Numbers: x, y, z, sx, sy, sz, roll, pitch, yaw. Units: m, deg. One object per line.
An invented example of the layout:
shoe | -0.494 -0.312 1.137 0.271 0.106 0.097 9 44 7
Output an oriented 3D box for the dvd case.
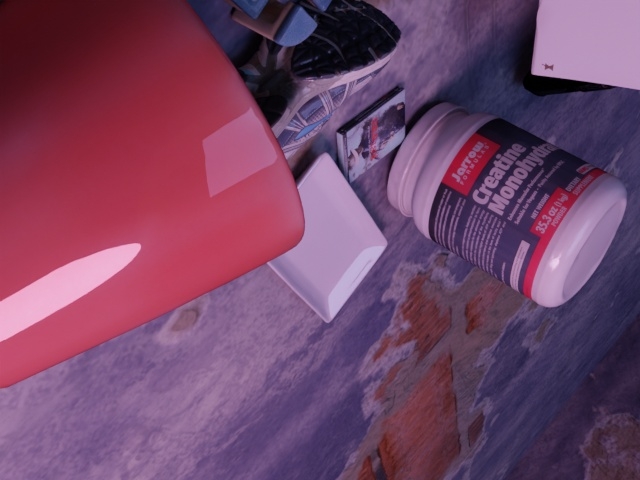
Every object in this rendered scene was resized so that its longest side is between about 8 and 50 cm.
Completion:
dvd case | 0.066 -0.132 1.133 0.119 0.013 0.087 -38 144 -28

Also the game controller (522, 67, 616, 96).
game controller | 0.432 -0.272 1.267 0.166 0.319 0.067 -37 109 -22

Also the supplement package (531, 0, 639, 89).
supplement package | 0.384 -0.350 1.125 0.177 0.175 0.293 84 24 -48

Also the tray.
tray | 0.000 0.000 1.145 0.145 0.030 0.270 -52 149 -8

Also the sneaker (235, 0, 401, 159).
sneaker | -0.035 -0.150 0.918 0.283 0.110 0.122 -38 162 -25

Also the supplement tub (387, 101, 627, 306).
supplement tub | 0.246 -0.053 1.192 0.191 0.272 0.191 -41 150 -30

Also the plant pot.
plant pot | -0.185 -0.041 0.646 0.243 0.275 0.275 -37 145 -14

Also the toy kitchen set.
toy kitchen set | -0.004 -0.280 0.783 0.207 0.122 0.166 -59 153 2
